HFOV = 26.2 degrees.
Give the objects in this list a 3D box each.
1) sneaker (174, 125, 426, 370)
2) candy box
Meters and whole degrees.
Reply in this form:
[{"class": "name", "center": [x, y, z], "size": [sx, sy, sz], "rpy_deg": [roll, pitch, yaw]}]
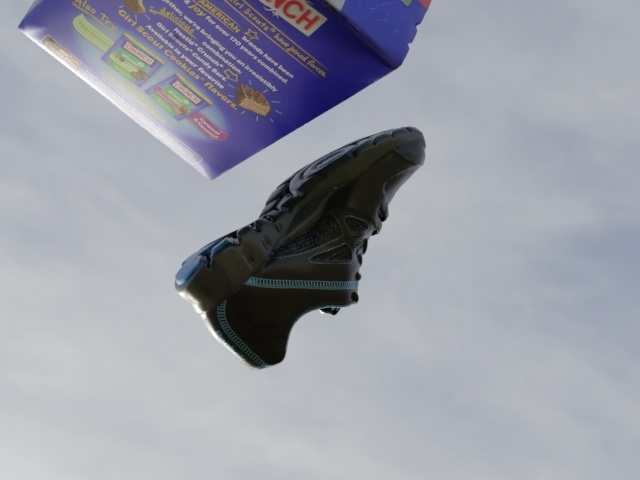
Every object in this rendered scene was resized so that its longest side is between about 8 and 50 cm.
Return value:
[{"class": "sneaker", "center": [0.000, 0.000, 1.461], "size": [0.140, 0.341, 0.125], "rpy_deg": [56, -28, -9]}, {"class": "candy box", "center": [-0.099, -0.224, 1.348], "size": [0.268, 0.122, 0.317], "rpy_deg": [39, -37, -22]}]
